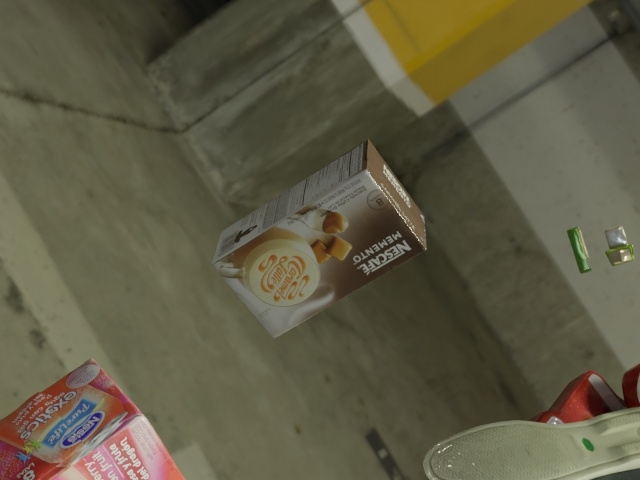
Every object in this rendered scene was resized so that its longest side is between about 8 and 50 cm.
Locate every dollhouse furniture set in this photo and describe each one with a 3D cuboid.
[{"bbox_3d":[0.395,-0.005,1.419,0.076,0.151,0.059,10,65,-73],"label":"dollhouse furniture set"}]

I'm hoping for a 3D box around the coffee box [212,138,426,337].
[{"bbox_3d":[0.000,0.000,1.470,0.141,0.246,0.098,52,20,-21],"label":"coffee box"}]

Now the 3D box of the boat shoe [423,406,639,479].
[{"bbox_3d":[0.205,0.203,0.971,0.084,0.233,0.079,-102,-172,-55],"label":"boat shoe"}]

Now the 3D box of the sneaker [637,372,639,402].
[{"bbox_3d":[0.500,0.146,1.132,0.208,0.319,0.127,-99,178,-78],"label":"sneaker"}]

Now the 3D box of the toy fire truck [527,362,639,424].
[{"bbox_3d":[0.363,0.302,1.312,0.302,0.169,0.254,55,37,4],"label":"toy fire truck"}]

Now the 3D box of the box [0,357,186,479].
[{"bbox_3d":[-0.166,0.246,0.956,0.128,0.122,0.257,29,-30,55],"label":"box"}]
